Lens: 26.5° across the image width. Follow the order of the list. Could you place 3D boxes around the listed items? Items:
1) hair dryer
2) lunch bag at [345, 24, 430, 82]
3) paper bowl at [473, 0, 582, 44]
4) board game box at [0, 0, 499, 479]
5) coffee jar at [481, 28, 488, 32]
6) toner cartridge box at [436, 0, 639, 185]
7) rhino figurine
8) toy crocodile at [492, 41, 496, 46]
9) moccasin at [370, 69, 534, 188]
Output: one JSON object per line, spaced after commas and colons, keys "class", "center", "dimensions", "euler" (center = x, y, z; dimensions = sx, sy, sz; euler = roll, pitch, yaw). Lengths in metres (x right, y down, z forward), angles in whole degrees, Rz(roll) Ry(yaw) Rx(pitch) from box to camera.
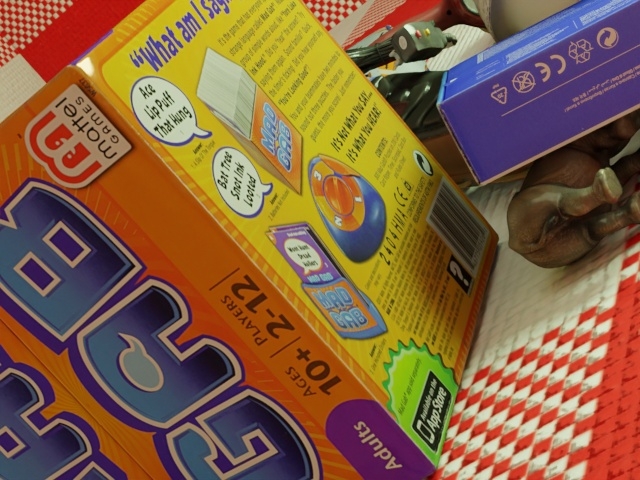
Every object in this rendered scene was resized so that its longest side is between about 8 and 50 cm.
{"class": "hair dryer", "center": [0.118, -0.249, 1.480], "dimensions": [0.293, 0.080, 0.223], "euler": [-28, 12, -36]}
{"class": "lunch bag", "center": [0.024, -0.193, 2.045], "dimensions": [0.303, 0.115, 0.243], "euler": [-39, 14, 8]}
{"class": "paper bowl", "center": [0.274, -0.257, 1.205], "dimensions": [0.284, 0.284, 0.148], "euler": [-36, 57, 23]}
{"class": "board game box", "center": [-0.123, 0.034, 1.080], "dimensions": [0.356, 0.356, 0.356], "euler": [-35, 13, 27]}
{"class": "coffee jar", "center": [0.262, -0.332, 1.869], "dimensions": [0.096, 0.079, 0.184], "euler": [-44, 13, -1]}
{"class": "toner cartridge box", "center": [0.261, -0.166, 1.036], "dimensions": [0.347, 0.075, 0.165], "euler": [-27, 9, 14]}
{"class": "rhino figurine", "center": [0.208, -0.056, 1.067], "dimensions": [0.106, 0.073, 0.243], "euler": [-29, 14, 31]}
{"class": "toy crocodile", "center": [0.302, -0.287, 1.516], "dimensions": [0.340, 0.105, 0.115], "euler": [-38, 12, 16]}
{"class": "moccasin", "center": [0.121, -0.102, 1.390], "dimensions": [0.380, 0.147, 0.139], "euler": [-12, 45, 59]}
